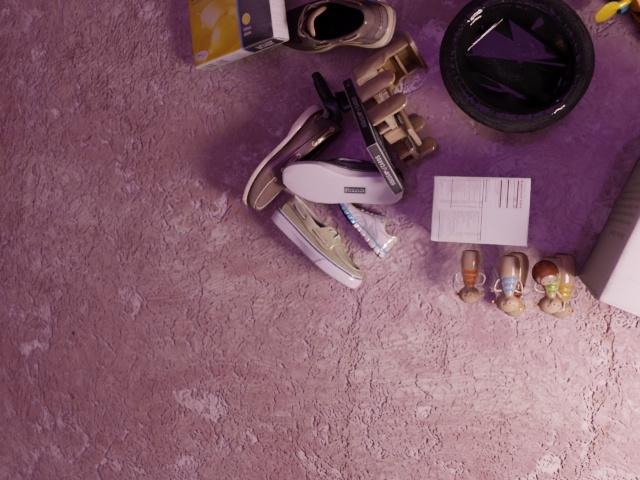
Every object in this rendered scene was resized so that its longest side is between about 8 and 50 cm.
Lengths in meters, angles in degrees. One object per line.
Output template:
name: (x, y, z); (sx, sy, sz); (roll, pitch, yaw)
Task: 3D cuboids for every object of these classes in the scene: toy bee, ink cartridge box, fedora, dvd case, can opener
toy bee: (0.662, -0.552, 1.253); (0.298, 0.162, 0.195); (43, 105, 11)
ink cartridge box: (-0.227, -0.631, 1.523); (0.304, 0.072, 0.307); (-6, 94, 40)
fedora: (0.439, -0.395, 1.332); (0.334, 0.152, 0.333); (0, 90, 20)
dvd case: (0.121, -0.243, 1.370); (0.030, 0.179, 0.238); (-26, 50, 13)
can opener: (0.020, -0.362, 1.484); (0.073, 0.059, 0.186); (-19, 47, -11)

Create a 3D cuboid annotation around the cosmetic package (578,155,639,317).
cosmetic package: (0.769, -0.012, 1.157); (0.330, 0.327, 0.393); (25, 100, 15)

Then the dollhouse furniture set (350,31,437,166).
dollhouse furniture set: (0.197, -0.341, 1.385); (0.161, 0.212, 0.242); (-30, 58, 17)

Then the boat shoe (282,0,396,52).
boat shoe: (0.010, -0.536, 1.429); (0.356, 0.130, 0.132); (9, 99, 38)

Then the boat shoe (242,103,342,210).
boat shoe: (-0.075, -0.197, 1.523); (0.097, 0.116, 0.324); (42, 98, 14)

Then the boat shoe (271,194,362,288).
boat shoe: (0.000, 0.000, 1.512); (0.302, 0.109, 0.094); (42, 101, 14)

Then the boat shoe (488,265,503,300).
boat shoe: (0.424, 0.113, 1.422); (0.035, 0.035, 0.100); (-17, 94, 15)

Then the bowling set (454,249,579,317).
bowling set: (0.452, 0.110, 1.306); (0.287, 0.200, 0.154); (2, 96, 6)

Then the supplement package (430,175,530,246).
supplement package: (0.368, -0.069, 1.347); (0.203, 0.194, 0.149); (4, 94, 18)

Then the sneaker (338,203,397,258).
sneaker: (0.123, -0.050, 1.499); (0.083, 0.071, 0.190); (-41, 84, 2)

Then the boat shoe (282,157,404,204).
boat shoe: (0.059, -0.161, 1.470); (0.302, 0.102, 0.108); (4, 128, 5)
